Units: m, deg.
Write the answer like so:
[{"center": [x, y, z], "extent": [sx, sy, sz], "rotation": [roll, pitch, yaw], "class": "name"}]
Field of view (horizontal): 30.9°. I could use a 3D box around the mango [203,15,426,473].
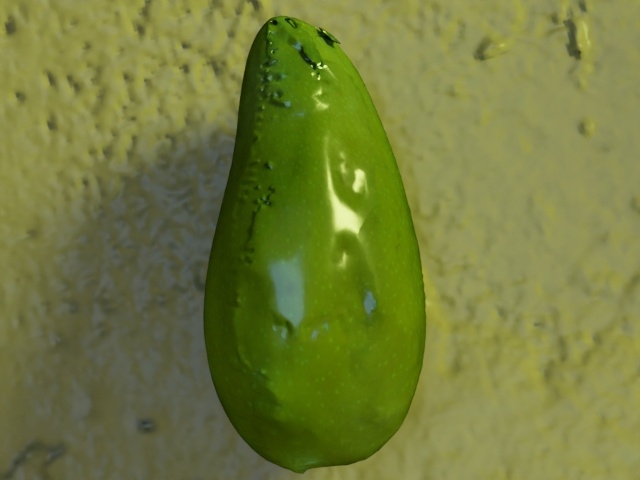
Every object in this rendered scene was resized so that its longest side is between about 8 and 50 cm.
[{"center": [0.000, 0.000, 0.419], "extent": [0.074, 0.091, 0.165], "rotation": [-3, 88, 19], "class": "mango"}]
